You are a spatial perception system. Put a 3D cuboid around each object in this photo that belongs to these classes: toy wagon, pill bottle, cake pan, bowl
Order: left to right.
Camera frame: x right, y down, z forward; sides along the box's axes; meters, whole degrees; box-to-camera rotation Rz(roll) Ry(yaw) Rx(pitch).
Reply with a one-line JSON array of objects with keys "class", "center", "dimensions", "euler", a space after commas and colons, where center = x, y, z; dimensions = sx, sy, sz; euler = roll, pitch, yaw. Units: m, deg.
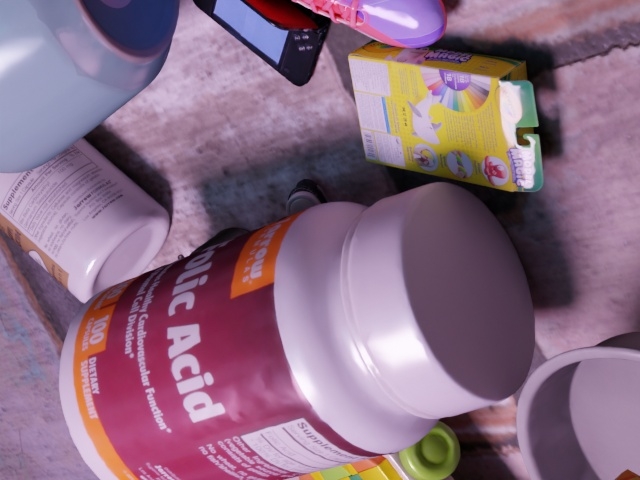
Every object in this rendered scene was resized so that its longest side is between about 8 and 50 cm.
[{"class": "bowl", "center": [-0.238, -0.225, 1.368], "dimensions": [0.163, 0.311, 0.311], "euler": [-10, 112, 27]}, {"class": "pill bottle", "center": [-0.281, -0.050, 1.640], "dimensions": [0.229, 0.131, 0.131], "euler": [40, 140, 16]}, {"class": "pill bottle", "center": [-0.025, 0.095, 1.377], "dimensions": [0.392, 0.224, 0.224], "euler": [-21, 103, 36]}, {"class": "toy wagon", "center": [0.110, 0.305, 1.529], "dimensions": [0.344, 0.068, 0.267], "euler": [53, 153, 0]}, {"class": "cake pan", "center": [0.285, 0.184, 1.186], "dimensions": [0.293, 0.054, 0.293], "euler": [29, 142, 25]}]

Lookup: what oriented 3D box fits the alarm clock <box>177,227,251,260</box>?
[{"class": "alarm clock", "center": [-0.069, 0.053, 1.565], "dimensions": [0.192, 0.064, 0.129], "euler": [-14, 108, 46]}]

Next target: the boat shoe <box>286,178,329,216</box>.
[{"class": "boat shoe", "center": [0.000, 0.000, 1.471], "dimensions": [0.046, 0.038, 0.125], "euler": [-13, 120, 19]}]

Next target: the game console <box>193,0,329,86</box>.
[{"class": "game console", "center": [-0.074, -0.199, 1.352], "dimensions": [0.144, 0.085, 0.124], "euler": [40, 142, 16]}]

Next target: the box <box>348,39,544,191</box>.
[{"class": "box", "center": [0.110, -0.103, 1.279], "dimensions": [0.179, 0.043, 0.105], "euler": [17, 129, 40]}]

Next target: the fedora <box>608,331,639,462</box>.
[{"class": "fedora", "center": [0.313, 0.130, 1.221], "dimensions": [0.194, 0.079, 0.194], "euler": [29, 143, 25]}]

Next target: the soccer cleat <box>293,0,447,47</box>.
[{"class": "soccer cleat", "center": [-0.011, -0.218, 1.268], "dimensions": [0.248, 0.095, 0.083], "euler": [36, 141, 22]}]

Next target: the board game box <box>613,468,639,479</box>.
[{"class": "board game box", "center": [0.240, 0.444, 1.048], "dimensions": [0.356, 0.356, 0.356], "euler": [26, 122, 29]}]
